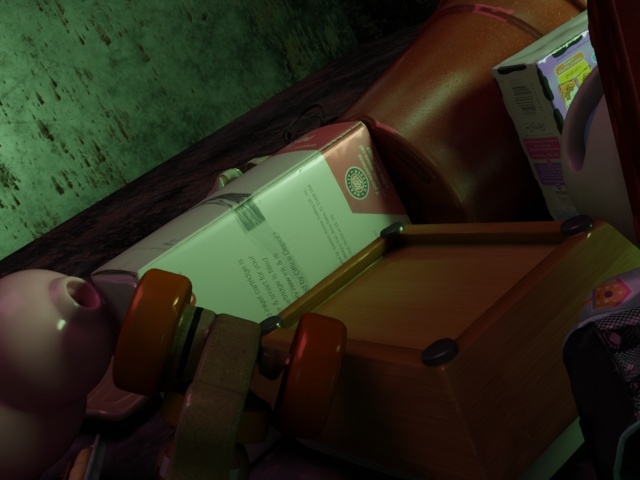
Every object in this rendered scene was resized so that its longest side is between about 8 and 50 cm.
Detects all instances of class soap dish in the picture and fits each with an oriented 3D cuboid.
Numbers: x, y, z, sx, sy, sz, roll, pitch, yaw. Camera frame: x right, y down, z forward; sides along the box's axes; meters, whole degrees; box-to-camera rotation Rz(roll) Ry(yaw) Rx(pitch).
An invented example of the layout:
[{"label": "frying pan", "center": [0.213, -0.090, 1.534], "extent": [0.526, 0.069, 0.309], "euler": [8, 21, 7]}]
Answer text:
[{"label": "soap dish", "center": [0.094, 0.076, 0.691], "extent": [0.229, 0.118, 0.291], "euler": [-36, 19, -29]}]

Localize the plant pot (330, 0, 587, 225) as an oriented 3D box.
[{"label": "plant pot", "center": [0.156, -0.115, 0.971], "extent": [0.265, 0.272, 0.272], "euler": [-43, 21, -26]}]

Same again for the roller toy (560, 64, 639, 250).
[{"label": "roller toy", "center": [0.299, -0.072, 0.696], "extent": [0.209, 0.191, 0.146], "euler": [-27, 15, -1]}]

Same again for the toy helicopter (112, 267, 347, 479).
[{"label": "toy helicopter", "center": [-0.089, 0.194, 0.518], "extent": [0.140, 0.235, 0.355], "euler": [16, 28, -3]}]

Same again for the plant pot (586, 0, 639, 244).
[{"label": "plant pot", "center": [0.278, -0.109, 0.478], "extent": [0.236, 0.267, 0.267], "euler": [-12, -16, 15]}]

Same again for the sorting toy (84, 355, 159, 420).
[{"label": "sorting toy", "center": [-0.224, 0.165, 1.080], "extent": [0.193, 0.038, 0.208], "euler": [-9, 19, 47]}]

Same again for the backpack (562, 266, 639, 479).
[{"label": "backpack", "center": [0.220, 0.077, 0.400], "extent": [0.188, 0.166, 0.144], "euler": [-19, 27, 16]}]

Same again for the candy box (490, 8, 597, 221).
[{"label": "candy box", "center": [0.279, -0.118, 0.861], "extent": [0.165, 0.196, 0.070], "euler": [-33, 18, -22]}]

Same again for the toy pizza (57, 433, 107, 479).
[{"label": "toy pizza", "center": [-0.179, 0.225, 0.574], "extent": [0.032, 0.201, 0.201], "euler": [15, 13, -10]}]

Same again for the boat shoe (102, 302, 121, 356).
[{"label": "boat shoe", "center": [-0.149, 0.111, 0.991], "extent": [0.224, 0.080, 0.073], "euler": [10, 12, 27]}]

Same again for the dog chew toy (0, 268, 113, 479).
[{"label": "dog chew toy", "center": [-0.318, 0.155, 0.828], "extent": [0.332, 0.206, 0.206], "euler": [-44, 10, 20]}]

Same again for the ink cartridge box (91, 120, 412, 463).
[{"label": "ink cartridge box", "center": [-0.043, 0.043, 0.847], "extent": [0.283, 0.207, 0.117], "euler": [-36, 19, -30]}]

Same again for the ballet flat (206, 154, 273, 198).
[{"label": "ballet flat", "center": [-0.118, -0.081, 1.532], "extent": [0.349, 0.123, 0.123], "euler": [-13, 21, 42]}]

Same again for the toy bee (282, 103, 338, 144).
[{"label": "toy bee", "center": [0.000, 0.000, 1.084], "extent": [0.195, 0.162, 0.298], "euler": [15, 68, 55]}]
